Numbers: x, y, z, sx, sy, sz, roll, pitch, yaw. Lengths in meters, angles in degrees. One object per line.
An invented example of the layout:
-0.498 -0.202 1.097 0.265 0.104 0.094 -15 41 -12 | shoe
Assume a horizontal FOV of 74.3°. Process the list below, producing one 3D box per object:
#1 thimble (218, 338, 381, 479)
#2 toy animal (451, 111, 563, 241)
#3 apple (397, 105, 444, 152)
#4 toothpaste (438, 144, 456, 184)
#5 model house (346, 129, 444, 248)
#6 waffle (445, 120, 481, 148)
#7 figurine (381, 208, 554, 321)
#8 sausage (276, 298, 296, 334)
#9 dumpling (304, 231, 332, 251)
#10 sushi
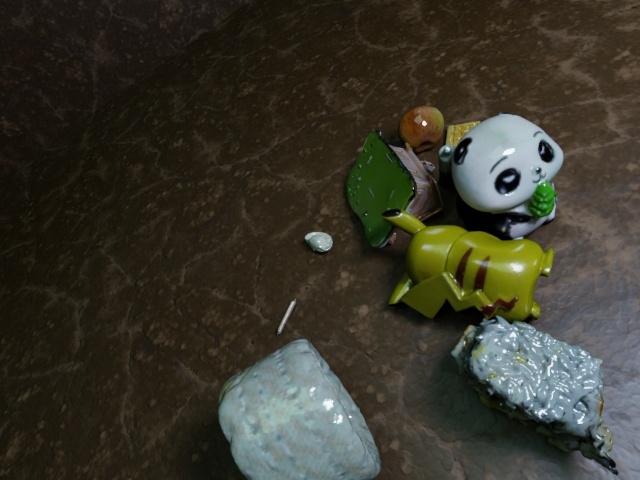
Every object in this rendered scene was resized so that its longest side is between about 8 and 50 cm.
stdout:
-0.036 0.328 0.769 0.195 0.291 0.291 -30 50 -3 | thimble
0.382 -0.118 0.865 0.213 0.266 0.212 -10 56 15 | toy animal
0.271 -0.298 1.132 0.126 0.126 0.101 -19 68 15 | apple
0.296 -0.173 0.974 0.060 0.233 0.038 -26 76 13 | toothpaste
0.195 -0.121 1.065 0.293 0.154 0.207 -109 35 -47 | model house
0.376 -0.258 1.115 0.092 0.021 0.134 -3 58 26 | waffle
0.281 0.065 0.857 0.327 0.169 0.218 19 111 43 | figurine
-0.085 0.190 1.055 0.015 0.015 0.100 12 65 33 | sausage
0.001 0.001 1.123 0.059 0.043 0.077 -43 32 -27 | dumpling
0.350 0.233 0.691 0.274 0.184 0.139 25 75 34 | sushi
